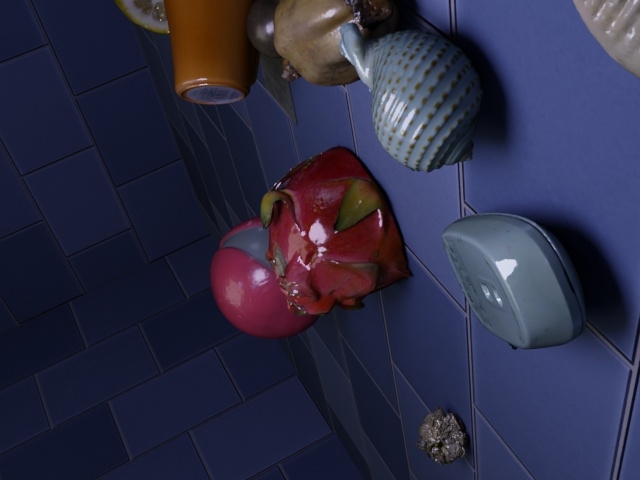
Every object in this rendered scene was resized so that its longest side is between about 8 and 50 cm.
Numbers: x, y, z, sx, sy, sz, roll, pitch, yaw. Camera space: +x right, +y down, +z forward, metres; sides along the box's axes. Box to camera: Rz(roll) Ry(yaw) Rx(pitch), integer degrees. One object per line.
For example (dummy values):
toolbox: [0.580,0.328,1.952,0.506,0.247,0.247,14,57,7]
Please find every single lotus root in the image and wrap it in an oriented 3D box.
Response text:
lotus root: [0.023,-0.278,1.072,0.154,0.140,0.257,38,166,-18]

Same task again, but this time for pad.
pad: [-0.104,-0.373,1.677,0.159,0.009,0.265,52,163,40]

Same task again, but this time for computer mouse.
computer mouse: [0.228,0.038,0.963,0.160,0.097,0.288,63,178,-4]

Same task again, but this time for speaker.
speaker: [-0.113,0.088,1.926,0.294,0.294,0.294,58,166,24]

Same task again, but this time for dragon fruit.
dragon fruit: [0.000,0.000,1.504,0.305,0.225,0.305,59,169,19]

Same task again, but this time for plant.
plant: [0.247,0.378,1.639,0.122,0.104,0.117,-63,-7,-68]

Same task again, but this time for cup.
cup: [-0.179,-0.381,1.466,0.226,0.182,0.264,8,-102,-56]

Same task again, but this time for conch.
conch: [0.113,-0.173,0.936,0.172,0.131,0.200,-3,-110,-77]

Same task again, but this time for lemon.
lemon: [-0.312,-0.554,1.670,0.240,0.240,0.219,78,-176,-47]

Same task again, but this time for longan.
longan: [-0.074,-0.368,1.382,0.106,0.106,0.119,54,142,38]

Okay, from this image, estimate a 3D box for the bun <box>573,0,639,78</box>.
bun: [0.243,-0.175,0.450,0.237,0.116,0.210,36,150,34]
